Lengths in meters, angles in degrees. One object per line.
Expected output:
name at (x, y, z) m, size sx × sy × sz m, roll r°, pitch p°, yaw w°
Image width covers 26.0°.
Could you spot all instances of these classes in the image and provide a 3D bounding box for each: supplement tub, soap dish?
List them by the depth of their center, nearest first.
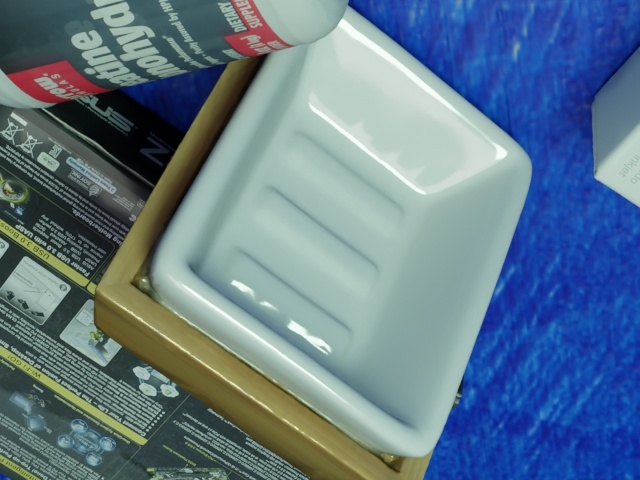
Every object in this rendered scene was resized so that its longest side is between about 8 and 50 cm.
supplement tub at (-0.132, -0.187, 0.840) m, size 0.272 × 0.191 × 0.191 m, roll -11°, pitch 119°, yaw 17°
soap dish at (0.000, 0.000, 0.894) m, size 0.229 × 0.291 × 0.118 m, roll 37°, pitch 141°, yaw -14°

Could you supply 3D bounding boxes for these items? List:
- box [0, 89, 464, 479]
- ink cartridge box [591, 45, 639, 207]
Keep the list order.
box at (-0.135, 0.086, 1.072) m, size 0.395 × 0.097 × 0.318 m, roll 34°, pitch 120°, yaw -12°
ink cartridge box at (0.341, -0.060, 0.881) m, size 0.273 × 0.114 × 0.198 m, roll 32°, pitch 122°, yaw -11°
